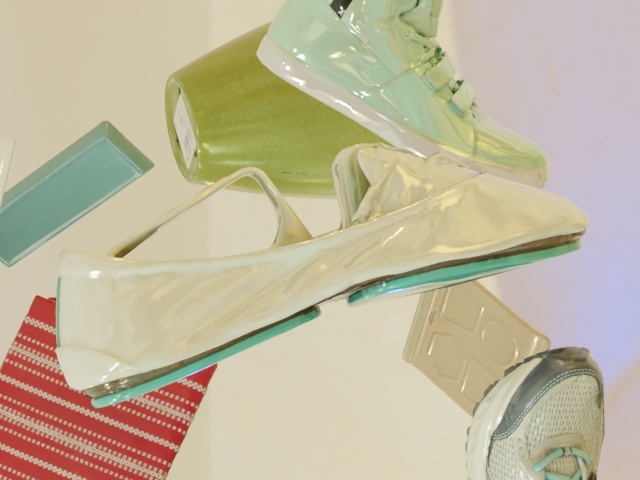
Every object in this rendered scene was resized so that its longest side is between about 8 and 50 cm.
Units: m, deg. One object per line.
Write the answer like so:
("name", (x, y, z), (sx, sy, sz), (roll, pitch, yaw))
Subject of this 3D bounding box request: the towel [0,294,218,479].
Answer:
("towel", (-0.231, 0.196, 1.784), (0.275, 0.199, 0.031), (-66, -19, -16))

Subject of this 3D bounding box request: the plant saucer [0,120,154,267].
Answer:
("plant saucer", (-0.245, -0.038, 1.795), (0.067, 0.192, 0.018), (44, -151, -27))

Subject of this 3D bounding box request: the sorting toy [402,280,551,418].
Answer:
("sorting toy", (0.215, 0.147, 2.650), (0.038, 0.208, 0.193), (-23, -41, -41))

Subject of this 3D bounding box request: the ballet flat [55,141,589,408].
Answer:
("ballet flat", (0.000, 0.000, 1.366), (0.400, 0.139, 0.139), (-17, -49, -15))

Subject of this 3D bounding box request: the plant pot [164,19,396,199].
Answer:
("plant pot", (-0.032, -0.162, 2.385), (0.293, 0.275, 0.275), (-11, -56, -19))

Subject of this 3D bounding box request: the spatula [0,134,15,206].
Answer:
("spatula", (-0.324, 0.021, 1.415), (0.019, 0.168, 0.242), (-14, -61, -78))

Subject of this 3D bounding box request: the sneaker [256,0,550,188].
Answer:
("sneaker", (0.094, -0.148, 1.530), (0.151, 0.256, 0.094), (-60, 4, 15))

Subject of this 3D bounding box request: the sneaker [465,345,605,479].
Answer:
("sneaker", (0.167, 0.212, 1.393), (0.110, 0.122, 0.283), (-3, -63, -26))
